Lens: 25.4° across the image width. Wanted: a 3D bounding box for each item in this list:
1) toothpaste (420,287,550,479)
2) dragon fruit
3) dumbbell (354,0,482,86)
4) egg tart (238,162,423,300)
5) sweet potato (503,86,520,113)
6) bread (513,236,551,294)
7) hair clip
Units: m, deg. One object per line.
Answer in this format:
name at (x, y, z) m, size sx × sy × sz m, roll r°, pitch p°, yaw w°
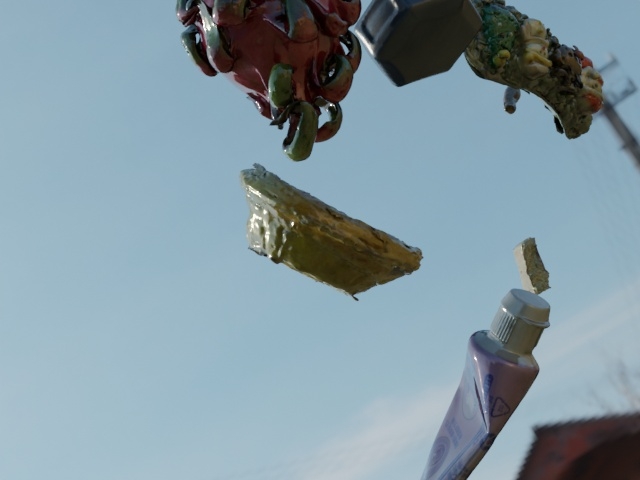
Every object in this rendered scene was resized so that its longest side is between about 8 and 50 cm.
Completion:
toothpaste at (0.072, 0.168, 0.908) m, size 0.301 × 0.048 × 0.075 m, roll -67°, pitch -14°, yaw 16°
dragon fruit at (-0.040, -0.239, 1.625) m, size 0.198 × 0.273 × 0.218 m, roll -48°, pitch -21°, yaw 9°
dumbbell at (0.069, -0.349, 1.810) m, size 0.144 × 0.325 × 0.160 m, roll -34°, pitch -31°, yaw 6°
egg tart at (0.000, 0.000, 1.947) m, size 0.115 × 0.290 × 0.290 m, roll -64°, pitch -25°, yaw 1°
sweet potato at (0.275, -0.202, 2.048) m, size 0.026 × 0.026 × 0.115 m, roll -42°, pitch 14°, yaw 27°
bread at (0.306, 0.039, 2.066) m, size 0.035 × 0.083 × 0.070 m, roll -16°, pitch -10°, yaw -6°
hair clip at (0.312, -0.248, 1.982) m, size 0.091 × 0.138 × 0.321 m, roll -13°, pitch -22°, yaw 35°
